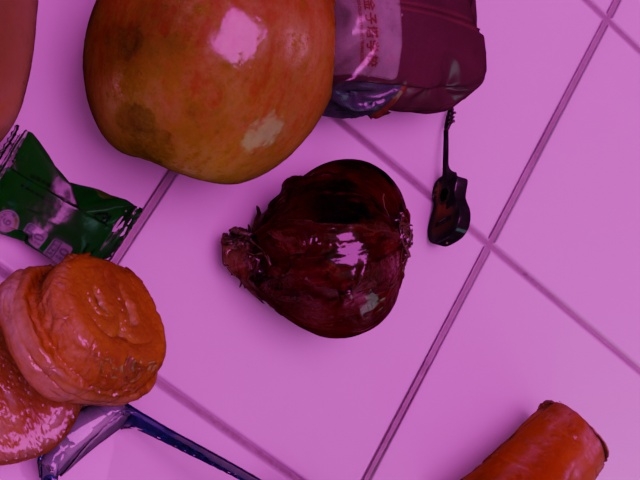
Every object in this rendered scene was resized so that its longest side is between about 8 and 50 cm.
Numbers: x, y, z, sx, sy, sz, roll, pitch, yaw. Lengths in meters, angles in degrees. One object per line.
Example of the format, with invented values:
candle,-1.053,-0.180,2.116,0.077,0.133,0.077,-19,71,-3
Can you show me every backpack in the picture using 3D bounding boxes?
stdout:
backpack,0.104,-0.314,1.955,0.317,0.197,0.283,3,79,-33

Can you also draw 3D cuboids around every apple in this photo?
apple,-0.145,-0.235,1.732,0.339,0.339,0.340,5,79,-28

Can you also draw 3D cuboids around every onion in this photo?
onion,0.020,0.000,1.852,0.281,0.281,0.221,-52,150,-25

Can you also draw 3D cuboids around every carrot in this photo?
carrot,0.326,0.382,1.970,0.254,0.196,0.196,-36,100,-31

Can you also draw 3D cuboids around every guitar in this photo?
guitar,0.204,-0.104,2.049,0.025,0.088,0.233,15,66,-25

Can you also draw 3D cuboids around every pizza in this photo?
pizza,-0.435,0.173,1.652,0.181,0.034,0.262,-36,84,-23

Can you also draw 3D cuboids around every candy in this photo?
candy,-0.353,-0.042,1.727,0.203,0.078,0.141,33,71,-17

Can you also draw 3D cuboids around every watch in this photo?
watch,-0.205,0.314,1.693,0.276,0.068,0.274,-31,70,-25

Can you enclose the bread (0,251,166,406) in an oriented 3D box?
bread,-0.298,0.117,1.656,0.236,0.120,0.198,13,46,-53

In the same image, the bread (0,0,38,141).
bread,-0.516,-0.266,1.577,0.348,0.253,0.376,13,77,-30
